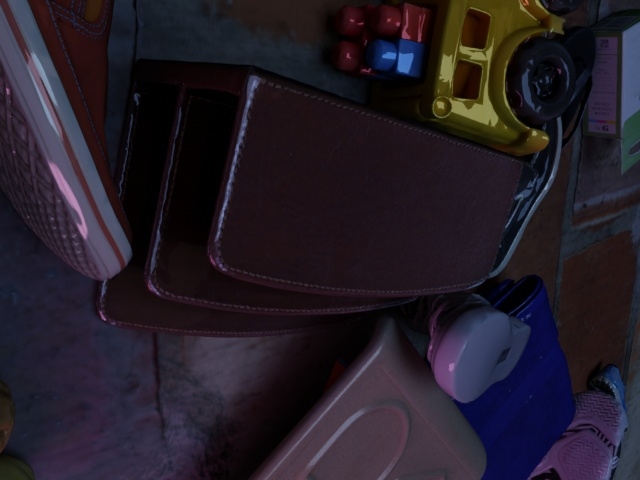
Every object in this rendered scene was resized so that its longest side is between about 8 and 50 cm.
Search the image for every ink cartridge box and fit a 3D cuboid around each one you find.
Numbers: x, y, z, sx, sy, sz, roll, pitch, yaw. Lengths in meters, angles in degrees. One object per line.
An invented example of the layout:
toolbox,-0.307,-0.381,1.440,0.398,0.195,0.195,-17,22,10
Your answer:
ink cartridge box,0.437,-0.216,0.885,0.109,0.062,0.209,-33,123,-31

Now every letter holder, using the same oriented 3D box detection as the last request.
letter holder,0.000,0.000,0.497,0.302,0.152,0.214,6,100,-43

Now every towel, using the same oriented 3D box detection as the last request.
towel,0.249,0.214,0.844,0.228,0.076,0.308,-41,127,-17

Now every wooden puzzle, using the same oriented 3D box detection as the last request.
wooden puzzle,0.013,0.279,0.619,0.347,0.081,0.322,-50,133,-15

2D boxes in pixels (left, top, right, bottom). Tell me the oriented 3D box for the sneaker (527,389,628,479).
sneaker,0.405,0.427,1.001,0.210,0.137,0.365,33,85,-43

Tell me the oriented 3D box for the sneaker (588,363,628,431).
sneaker,0.558,0.297,1.148,0.073,0.063,0.162,-45,128,-27

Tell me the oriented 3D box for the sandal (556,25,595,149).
sandal,0.311,-0.158,0.794,0.097,0.055,0.254,30,82,-43

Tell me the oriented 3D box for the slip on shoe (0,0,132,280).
slip on shoe,-0.157,-0.132,0.343,0.101,0.123,0.331,-26,114,-39

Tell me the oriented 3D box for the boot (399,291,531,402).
boot,0.129,0.092,0.628,0.258,0.123,0.095,21,95,-61

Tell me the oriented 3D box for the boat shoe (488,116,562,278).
boat shoe,0.215,-0.070,0.715,0.079,0.084,0.233,24,89,-44

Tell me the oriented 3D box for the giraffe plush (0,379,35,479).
giraffe plush,-0.234,0.154,0.314,0.181,0.171,0.210,-37,124,-28

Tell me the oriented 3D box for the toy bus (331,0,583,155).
toy bus,0.117,-0.202,0.564,0.212,0.149,0.220,6,96,-27
